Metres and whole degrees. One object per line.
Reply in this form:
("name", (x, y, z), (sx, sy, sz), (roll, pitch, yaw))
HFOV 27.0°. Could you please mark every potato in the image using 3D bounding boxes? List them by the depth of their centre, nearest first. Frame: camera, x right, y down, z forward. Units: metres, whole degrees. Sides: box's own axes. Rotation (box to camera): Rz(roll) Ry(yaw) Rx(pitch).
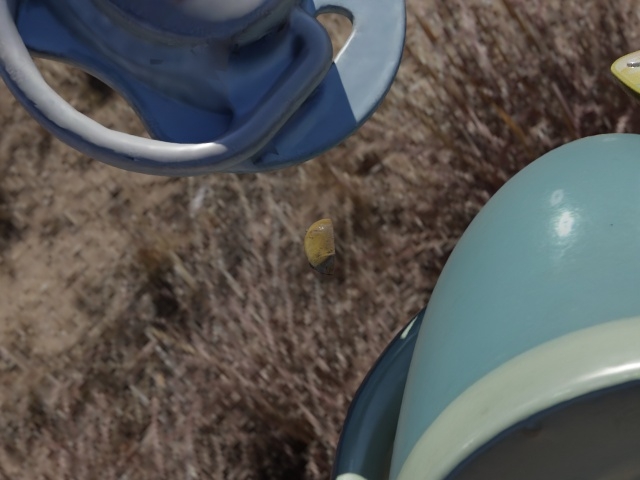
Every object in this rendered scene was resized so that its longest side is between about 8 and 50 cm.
("potato", (-0.001, 0.000, 1.761), (0.037, 0.036, 0.093), (5, 46, -12))

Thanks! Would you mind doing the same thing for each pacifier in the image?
("pacifier", (-0.093, -0.133, 0.825), (0.279, 0.207, 0.227), (34, 74, 4))

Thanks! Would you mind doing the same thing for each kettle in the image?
("kettle", (0.128, 0.085, 0.684), (0.319, 0.247, 0.342), (-31, 23, 20))

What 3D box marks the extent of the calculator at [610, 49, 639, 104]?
("calculator", (0.309, -0.110, 0.940), (0.157, 0.033, 0.236), (-19, 28, -12))
